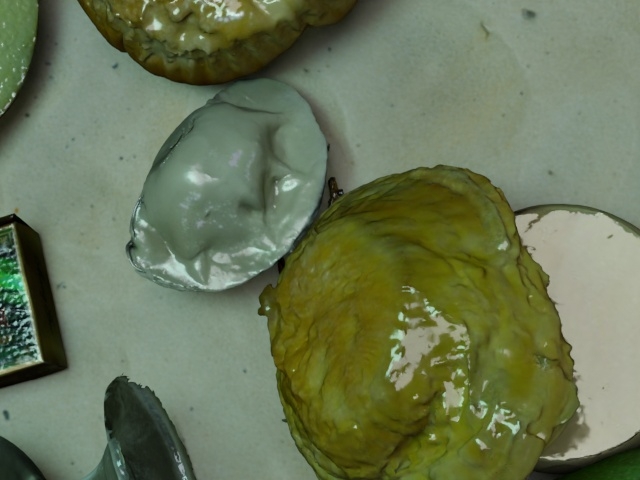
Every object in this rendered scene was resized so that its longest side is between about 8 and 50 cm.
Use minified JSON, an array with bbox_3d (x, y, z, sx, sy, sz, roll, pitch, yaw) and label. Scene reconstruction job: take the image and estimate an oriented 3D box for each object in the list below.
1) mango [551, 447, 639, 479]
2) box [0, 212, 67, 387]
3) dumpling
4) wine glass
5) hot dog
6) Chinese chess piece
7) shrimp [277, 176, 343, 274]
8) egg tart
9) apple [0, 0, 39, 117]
[{"bbox_3d":[0.273,0.288,1.179,0.382,0.201,0.225,-4,102,19],"label":"mango"},{"bbox_3d":[-0.393,0.087,1.402,0.240,0.071,0.159,-17,74,7],"label":"box"},{"bbox_3d":[-0.082,-0.054,1.339,0.172,0.142,0.247,25,72,12],"label":"dumpling"},{"bbox_3d":[-0.289,0.270,1.269,0.323,0.238,0.238,-20,76,8],"label":"wine glass"},{"bbox_3d":[-0.102,-0.350,1.382,0.367,0.196,0.365,-36,72,7],"label":"hot dog"},{"bbox_3d":[0.221,0.091,1.277,0.251,0.097,0.250,-2,78,11],"label":"Chinese chess piece"},{"bbox_3d":[0.000,0.000,1.372,0.091,0.025,0.127,-3,81,11],"label":"shrimp"},{"bbox_3d":[0.050,0.095,1.200,0.339,0.153,0.351,-38,51,44],"label":"egg tart"},{"bbox_3d":[-0.437,-0.211,1.417,0.254,0.179,0.346,16,83,25],"label":"apple"}]
